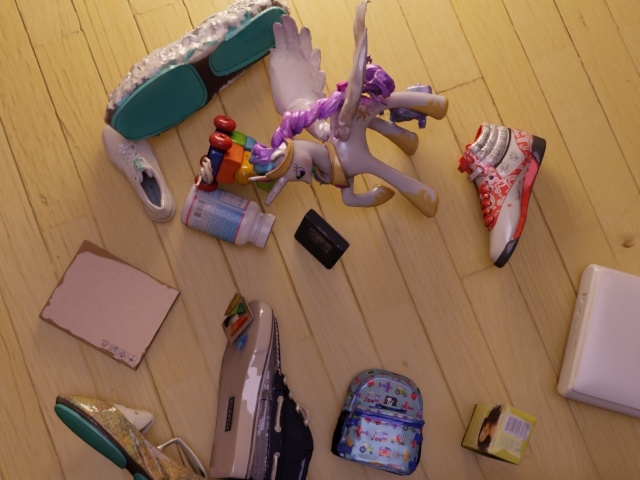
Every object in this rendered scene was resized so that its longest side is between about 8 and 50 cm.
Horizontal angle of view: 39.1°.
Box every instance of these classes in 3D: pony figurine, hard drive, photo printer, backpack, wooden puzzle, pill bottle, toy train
[{"bbox_3d":[0.050,-0.216,1.589,0.363,0.303,0.351,7,88,-31],"label":"pony figurine"},{"bbox_3d":[0.000,0.000,1.625,0.094,0.135,0.022,43,71,3],"label":"hard drive"},{"bbox_3d":[0.612,0.204,1.653,0.308,0.107,0.256,17,80,-1],"label":"photo printer"},{"bbox_3d":[0.112,0.315,1.593,0.158,0.117,0.173,18,77,-2],"label":"backpack"},{"bbox_3d":[-0.150,0.142,1.609,0.014,0.116,0.078,30,96,-32],"label":"wooden puzzle"},{"bbox_3d":[-0.167,-0.042,1.643,0.160,0.087,0.087,22,80,-1],"label":"pill bottle"},{"bbox_3d":[-0.141,-0.121,1.593,0.143,0.248,0.105,18,116,-10],"label":"toy train"}]

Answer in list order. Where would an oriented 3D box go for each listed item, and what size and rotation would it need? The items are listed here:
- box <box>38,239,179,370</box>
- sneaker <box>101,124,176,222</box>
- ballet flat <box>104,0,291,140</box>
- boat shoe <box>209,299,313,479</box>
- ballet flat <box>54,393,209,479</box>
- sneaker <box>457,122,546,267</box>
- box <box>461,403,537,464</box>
[{"bbox_3d":[-0.381,0.116,1.634,0.201,0.021,0.164,29,80,1],"label":"box"},{"bbox_3d":[-0.330,-0.135,1.643,0.080,0.094,0.212,-33,84,-7],"label":"sneaker"},{"bbox_3d":[-0.235,-0.329,1.676,0.409,0.147,0.147,-35,85,-14],"label":"ballet flat"},{"bbox_3d":[-0.089,0.285,1.595,0.158,0.127,0.340,20,68,-29],"label":"boat shoe"},{"bbox_3d":[-0.303,0.366,1.563,0.348,0.123,0.123,42,80,4],"label":"ballet flat"},{"bbox_3d":[0.317,-0.091,1.690,0.145,0.090,0.270,19,76,0],"label":"sneaker"},{"bbox_3d":[0.301,0.329,1.545,0.058,0.232,0.087,23,79,2],"label":"box"}]
